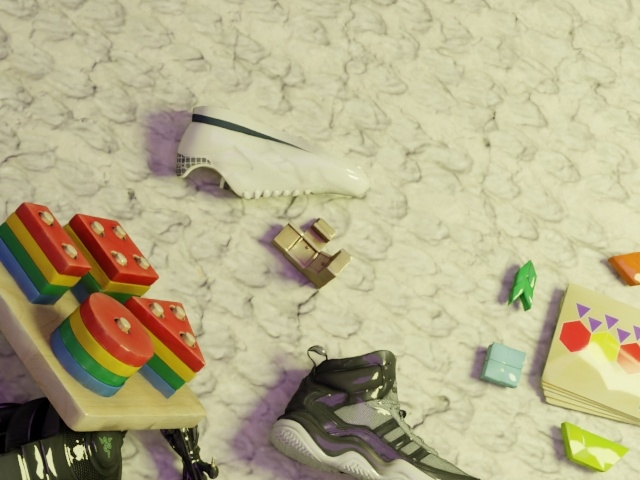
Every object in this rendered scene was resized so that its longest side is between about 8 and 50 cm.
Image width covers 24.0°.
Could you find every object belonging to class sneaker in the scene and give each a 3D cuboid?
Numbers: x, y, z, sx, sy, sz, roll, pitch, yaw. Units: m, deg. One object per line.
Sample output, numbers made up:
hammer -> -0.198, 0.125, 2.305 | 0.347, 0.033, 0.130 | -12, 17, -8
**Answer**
sneaker -> 0.087, 0.214, 1.746 | 0.268, 0.101, 0.153 | 21, 74, -4
sneaker -> -0.056, -0.086, 1.819 | 0.235, 0.090, 0.095 | 18, 84, -4

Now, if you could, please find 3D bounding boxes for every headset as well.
headset -> -0.288, 0.256, 1.593 | 0.394, 0.243, 0.185 | -14, 88, -41

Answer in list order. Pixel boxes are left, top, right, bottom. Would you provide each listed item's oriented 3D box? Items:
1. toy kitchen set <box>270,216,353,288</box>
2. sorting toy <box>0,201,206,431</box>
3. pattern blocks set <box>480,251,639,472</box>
toy kitchen set -> 0.000, 0.000, 1.801 | 0.083, 0.075, 0.068 | 44, 69, -3
sorting toy -> -0.235, 0.075, 1.602 | 0.089, 0.257, 0.255 | -43, 70, 13
pattern blocks set -> 0.369, 0.149, 1.870 | 0.325, 0.026, 0.285 | 29, 70, -4
